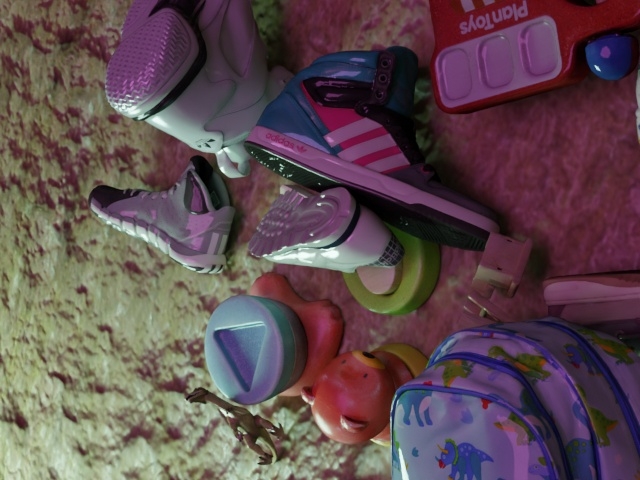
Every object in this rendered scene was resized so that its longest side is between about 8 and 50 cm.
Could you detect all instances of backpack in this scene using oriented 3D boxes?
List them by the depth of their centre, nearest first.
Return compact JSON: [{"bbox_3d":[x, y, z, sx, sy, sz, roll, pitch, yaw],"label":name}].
[{"bbox_3d":[0.197,0.246,1.329,0.290,0.273,0.355,8,90,55],"label":"backpack"}]

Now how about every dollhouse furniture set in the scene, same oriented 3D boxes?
[{"bbox_3d":[0.192,0.106,1.553,0.101,0.182,0.161,20,65,5],"label":"dollhouse furniture set"}]

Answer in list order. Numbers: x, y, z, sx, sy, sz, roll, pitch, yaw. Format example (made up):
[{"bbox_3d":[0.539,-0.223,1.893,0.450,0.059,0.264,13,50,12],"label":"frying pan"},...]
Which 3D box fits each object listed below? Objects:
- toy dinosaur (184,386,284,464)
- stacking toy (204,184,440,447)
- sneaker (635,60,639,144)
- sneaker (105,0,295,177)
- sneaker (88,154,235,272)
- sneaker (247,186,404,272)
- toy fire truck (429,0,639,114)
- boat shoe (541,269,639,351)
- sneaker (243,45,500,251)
[{"bbox_3d":[-0.080,0.222,1.737,0.053,0.183,0.092,-49,37,-4],"label":"toy dinosaur"},{"bbox_3d":[-0.009,0.082,1.679,0.309,0.130,0.279,15,102,41],"label":"stacking toy"},{"bbox_3d":[0.405,-0.158,1.301,0.296,0.112,0.131,-7,86,42],"label":"sneaker"},{"bbox_3d":[-0.117,-0.253,1.774,0.137,0.210,0.366,-16,46,41],"label":"sneaker"},{"bbox_3d":[-0.193,-0.058,1.889,0.229,0.086,0.132,27,105,28],"label":"sneaker"},{"bbox_3d":[0.000,0.000,1.627,0.235,0.095,0.090,6,68,63],"label":"sneaker"},{"bbox_3d":[0.223,-0.268,1.430,0.302,0.169,0.254,-11,86,43],"label":"toy fire truck"},{"bbox_3d":[0.332,0.075,1.388,0.285,0.103,0.092,-1,95,47],"label":"boat shoe"},{"bbox_3d":[0.084,-0.116,1.601,0.295,0.124,0.178,25,78,11],"label":"sneaker"}]
